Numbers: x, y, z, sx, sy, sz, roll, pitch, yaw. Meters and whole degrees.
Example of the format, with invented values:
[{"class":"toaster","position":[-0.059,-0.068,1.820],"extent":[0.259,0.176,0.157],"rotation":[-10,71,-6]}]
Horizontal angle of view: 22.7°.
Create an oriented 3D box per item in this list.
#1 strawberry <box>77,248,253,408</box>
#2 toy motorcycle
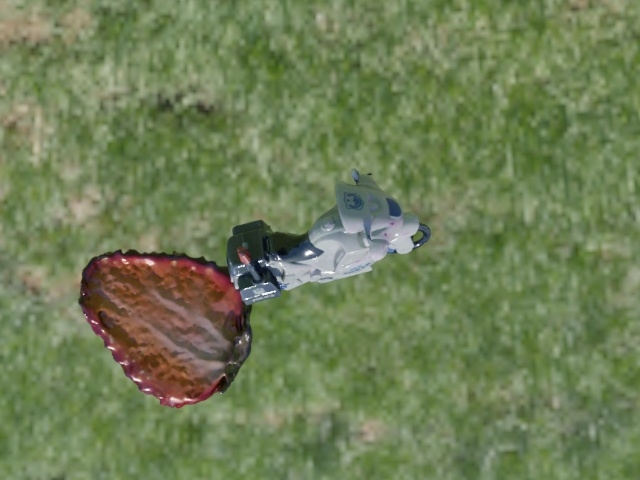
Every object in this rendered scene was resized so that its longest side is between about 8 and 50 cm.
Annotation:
[{"class":"strawberry","position":[-0.203,0.098,1.990],"extent":[0.236,0.190,0.111],"rotation":[32,166,-16]},{"class":"toy motorcycle","position":[0.000,0.000,1.677],"extent":[0.221,0.102,0.150],"rotation":[-16,153,11]}]
